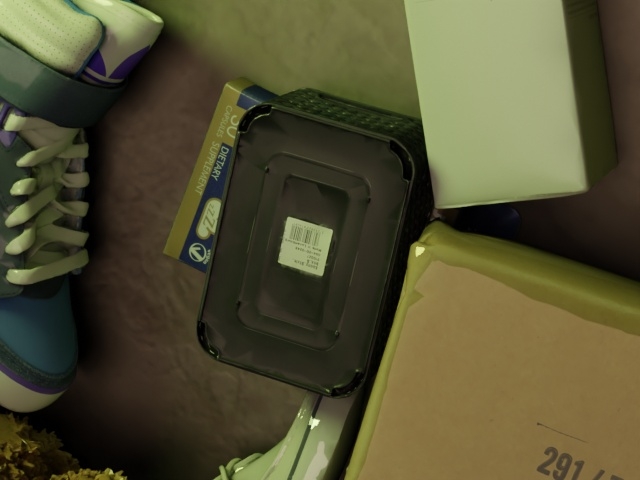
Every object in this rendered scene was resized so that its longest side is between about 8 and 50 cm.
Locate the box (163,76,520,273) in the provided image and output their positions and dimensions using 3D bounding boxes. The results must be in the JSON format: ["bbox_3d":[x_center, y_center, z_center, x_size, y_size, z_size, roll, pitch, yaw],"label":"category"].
[{"bbox_3d":[0.014,-0.006,1.337,0.225,0.036,0.136,25,108,11],"label":"box"}]

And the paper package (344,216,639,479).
[{"bbox_3d":[0.175,0.180,1.209,0.325,0.168,0.309,18,96,8],"label":"paper package"}]

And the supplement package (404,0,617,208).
[{"bbox_3d":[0.122,-0.120,1.237,0.105,0.105,0.179,-6,99,20],"label":"supplement package"}]

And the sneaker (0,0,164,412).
[{"bbox_3d":[-0.193,-0.063,1.341,0.236,0.130,0.323,-27,86,28],"label":"sneaker"}]

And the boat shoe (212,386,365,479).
[{"bbox_3d":[-0.052,0.202,1.377,0.088,0.096,0.267,27,117,7],"label":"boat shoe"}]

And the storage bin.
[{"bbox_3d":[0.000,0.000,1.278,0.122,0.084,0.180,17,107,14],"label":"storage bin"}]

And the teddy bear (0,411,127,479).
[{"bbox_3d":[-0.270,0.187,1.370,0.338,0.245,0.113,16,119,13],"label":"teddy bear"}]
